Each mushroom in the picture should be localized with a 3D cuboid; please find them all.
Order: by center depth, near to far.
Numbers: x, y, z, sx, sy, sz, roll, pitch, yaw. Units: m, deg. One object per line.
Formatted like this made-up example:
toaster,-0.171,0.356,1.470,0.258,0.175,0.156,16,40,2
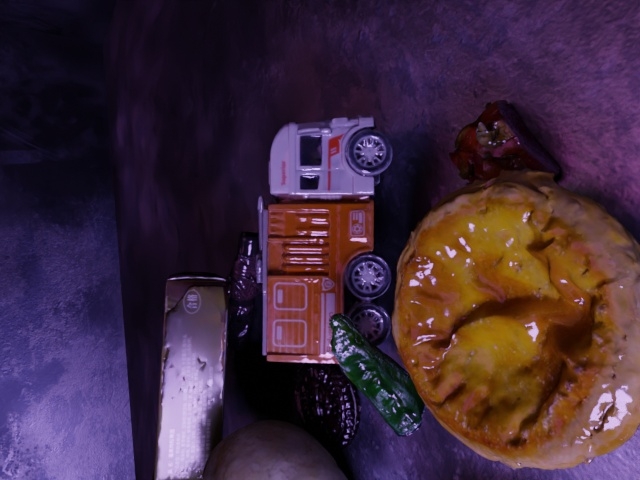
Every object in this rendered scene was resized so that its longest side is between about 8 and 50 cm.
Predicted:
mushroom,-0.070,0.491,0.782,0.352,0.260,0.352,38,148,29

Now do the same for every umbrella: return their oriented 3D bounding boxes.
umbrella,-0.199,0.129,1.124,0.094,0.091,0.325,-139,56,-61

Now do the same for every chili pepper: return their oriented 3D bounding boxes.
chili pepper,0.076,0.172,0.604,0.059,0.088,0.226,-6,130,44

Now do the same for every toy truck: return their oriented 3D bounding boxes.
toy truck,0.000,0.000,0.714,0.173,0.207,0.386,158,113,-88

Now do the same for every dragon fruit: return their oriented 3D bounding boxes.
dragon fruit,0.216,-0.114,0.565,0.147,0.096,0.102,62,138,35

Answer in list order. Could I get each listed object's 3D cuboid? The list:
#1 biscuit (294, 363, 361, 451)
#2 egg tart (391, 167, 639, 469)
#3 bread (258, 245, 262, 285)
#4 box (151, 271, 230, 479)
biscuit,0.010,0.318,0.875,0.195,0.053,0.194,2,92,53
egg tart,0.224,0.092,0.519,0.342,0.132,0.340,8,100,55
bread,-0.066,0.051,0.897,0.199,0.104,0.198,172,90,-68
box,-0.302,0.285,1.036,0.373,0.139,0.419,172,101,-73
